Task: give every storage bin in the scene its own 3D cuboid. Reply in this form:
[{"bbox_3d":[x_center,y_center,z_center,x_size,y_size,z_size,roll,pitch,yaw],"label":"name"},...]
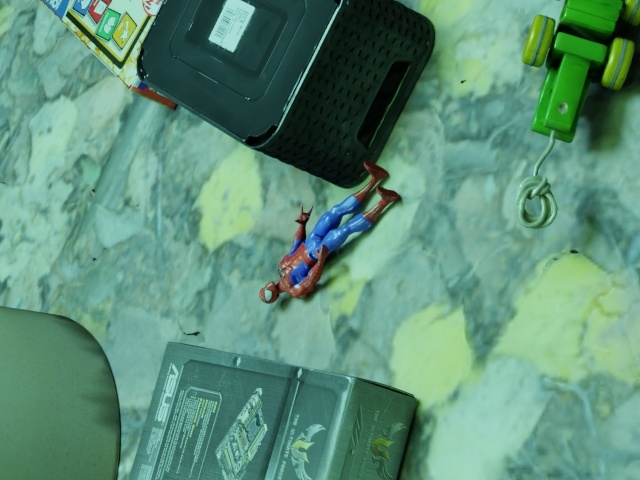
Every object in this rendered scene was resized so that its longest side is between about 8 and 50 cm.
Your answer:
[{"bbox_3d":[-0.027,-0.124,1.144,0.180,0.084,0.122,33,99,49],"label":"storage bin"}]

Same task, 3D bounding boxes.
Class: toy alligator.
[{"bbox_3d":[0.139,-0.095,0.977,0.051,0.056,0.189,82,-154,-86],"label":"toy alligator"}]

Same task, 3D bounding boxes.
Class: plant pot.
[{"bbox_3d":[-0.323,0.137,1.207,0.256,0.274,0.256,-23,56,40],"label":"plant pot"}]

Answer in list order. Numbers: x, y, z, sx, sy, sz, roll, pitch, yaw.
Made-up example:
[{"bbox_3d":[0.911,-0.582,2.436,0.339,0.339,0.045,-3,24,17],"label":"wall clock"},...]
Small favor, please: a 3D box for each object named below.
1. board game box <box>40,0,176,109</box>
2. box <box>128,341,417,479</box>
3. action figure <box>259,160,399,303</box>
[{"bbox_3d":[-0.131,-0.205,1.325,0.147,0.045,0.193,-58,41,11],"label":"board game box"},{"bbox_3d":[-0.050,0.184,1.051,0.183,0.056,0.231,5,77,48],"label":"box"},{"bbox_3d":[0.000,0.000,1.103,0.115,0.030,0.038,-48,49,25],"label":"action figure"}]
